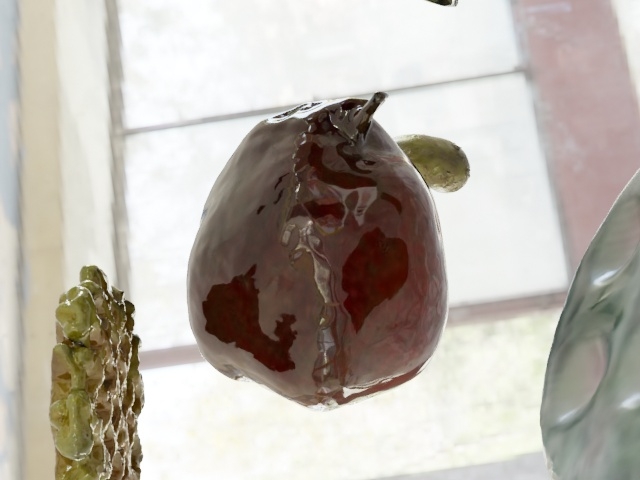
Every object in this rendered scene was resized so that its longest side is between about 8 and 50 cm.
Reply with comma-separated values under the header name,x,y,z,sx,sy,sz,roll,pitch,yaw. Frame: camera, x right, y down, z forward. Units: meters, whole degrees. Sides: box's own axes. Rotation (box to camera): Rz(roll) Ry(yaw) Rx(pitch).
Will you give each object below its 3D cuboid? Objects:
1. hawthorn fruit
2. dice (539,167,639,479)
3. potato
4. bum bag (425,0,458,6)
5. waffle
name,x,y,z,sx,sy,sz,roll,pitch,yaw
hawthorn fruit,-0.007,0.019,1.585,0.308,0.308,0.324,-86,-22,-75
dice,0.381,0.108,1.076,0.330,0.348,0.328,-64,14,-21
potato,0.135,-0.108,1.955,0.091,0.138,0.070,-105,29,-73
bum bag,0.048,-0.288,1.426,0.248,0.069,0.102,27,137,37
waffle,-0.217,0.174,1.418,0.301,0.058,0.281,84,-176,-67
